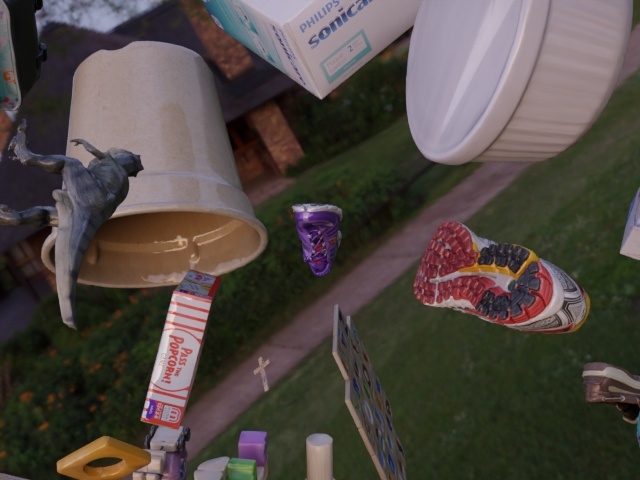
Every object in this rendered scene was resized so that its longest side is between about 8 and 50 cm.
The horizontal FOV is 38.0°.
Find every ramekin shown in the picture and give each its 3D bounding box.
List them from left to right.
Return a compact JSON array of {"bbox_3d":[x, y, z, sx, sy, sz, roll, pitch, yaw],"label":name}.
[{"bbox_3d":[0.194,-0.199,0.924,0.127,0.273,0.273,10,1,-16],"label":"ramekin"}]

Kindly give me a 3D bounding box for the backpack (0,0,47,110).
[{"bbox_3d":[-0.574,-0.307,1.411,0.253,0.225,0.191,13,43,6],"label":"backpack"}]

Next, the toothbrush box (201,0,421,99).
[{"bbox_3d":[-0.016,-0.342,1.202,0.216,0.126,0.295,-41,44,-9],"label":"toothbrush box"}]

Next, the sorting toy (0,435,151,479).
[{"bbox_3d":[-0.303,0.285,0.886,0.347,0.196,0.047,-39,47,28],"label":"sorting toy"}]

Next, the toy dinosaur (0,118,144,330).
[{"bbox_3d":[-0.232,-0.038,0.825,0.064,0.118,0.268,-57,15,32],"label":"toy dinosaur"}]

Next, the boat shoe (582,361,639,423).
[{"bbox_3d":[0.633,0.324,1.875,0.095,0.257,0.095,146,139,-64],"label":"boat shoe"}]

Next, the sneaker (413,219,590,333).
[{"bbox_3d":[0.164,0.044,0.884,0.088,0.092,0.225,-66,25,3],"label":"sneaker"}]

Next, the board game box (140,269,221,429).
[{"bbox_3d":[-0.159,0.119,1.075,0.045,0.147,0.193,15,5,-4],"label":"board game box"}]

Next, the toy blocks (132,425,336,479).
[{"bbox_3d":[-0.132,0.460,1.398,0.308,0.260,0.288,2,19,7],"label":"toy blocks"}]

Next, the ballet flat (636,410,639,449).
[{"bbox_3d":[0.539,0.322,1.468,0.070,0.070,0.188,-22,27,36],"label":"ballet flat"}]

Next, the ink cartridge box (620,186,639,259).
[{"bbox_3d":[0.406,-0.044,1.105,0.122,0.052,0.089,98,-166,-54],"label":"ink cartridge box"}]

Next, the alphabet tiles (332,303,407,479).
[{"bbox_3d":[0.089,0.291,1.626,0.011,0.343,0.285,-20,22,10],"label":"alphabet tiles"}]

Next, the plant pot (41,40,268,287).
[{"bbox_3d":[-0.264,-0.122,1.435,0.333,0.306,0.334,-8,-20,-3],"label":"plant pot"}]

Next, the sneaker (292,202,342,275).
[{"bbox_3d":[0.000,0.000,1.301,0.068,0.071,0.170,0,-25,10],"label":"sneaker"}]

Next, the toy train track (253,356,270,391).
[{"bbox_3d":[-0.116,0.281,1.942,0.048,0.014,0.083,-40,43,25],"label":"toy train track"}]
